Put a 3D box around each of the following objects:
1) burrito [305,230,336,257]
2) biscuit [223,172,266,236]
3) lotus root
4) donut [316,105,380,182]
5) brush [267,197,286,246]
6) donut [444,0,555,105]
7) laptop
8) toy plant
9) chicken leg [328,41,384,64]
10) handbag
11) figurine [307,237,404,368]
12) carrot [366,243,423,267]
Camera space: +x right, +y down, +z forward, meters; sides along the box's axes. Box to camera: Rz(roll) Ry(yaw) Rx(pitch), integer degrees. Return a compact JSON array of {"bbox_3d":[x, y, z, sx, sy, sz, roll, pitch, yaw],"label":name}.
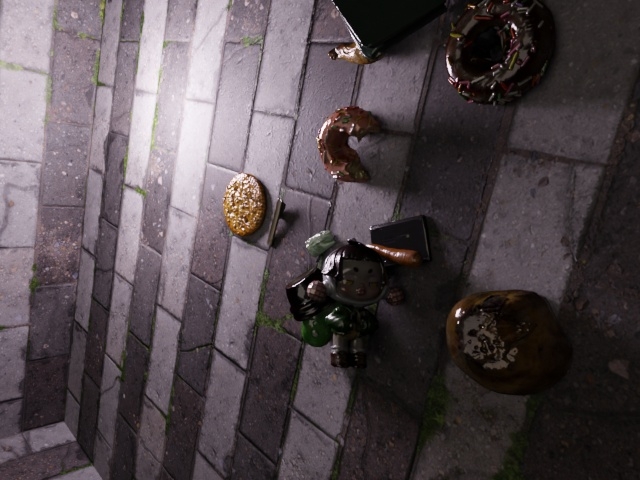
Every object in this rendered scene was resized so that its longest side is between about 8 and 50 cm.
[{"bbox_3d":[0.001,0.003,1.547,0.118,0.044,0.074,-37,63,41],"label":"burrito"},{"bbox_3d":[-0.300,-0.139,1.828,0.254,0.035,0.254,2,92,42],"label":"biscuit"},{"bbox_3d":[0.415,0.234,1.084,0.272,0.192,0.272,-7,79,41],"label":"lotus root"},{"bbox_3d":[0.070,-0.290,1.417,0.199,0.085,0.233,30,126,35],"label":"donut"},{"bbox_3d":[-0.158,-0.066,1.707,0.034,0.027,0.190,41,125,39],"label":"brush"},{"bbox_3d":[0.412,-0.453,1.116,0.269,0.103,0.270,1,92,41],"label":"donut"},{"bbox_3d":[0.224,0.007,1.357,0.197,0.016,0.135,-13,81,42],"label":"laptop"},{"bbox_3d":[-0.003,0.214,1.481,0.218,0.175,0.235,-29,97,33],"label":"toy plant"},{"bbox_3d":[0.104,-0.579,1.411,0.207,0.085,0.101,17,127,45],"label":"chicken leg"},{"bbox_3d":[0.183,-0.657,1.287,0.260,0.079,0.247,-31,71,12],"label":"handbag"},{"bbox_3d":[0.094,0.172,1.341,0.167,0.281,0.370,163,111,-76],"label":"figurine"},{"bbox_3d":[0.204,0.037,1.342,0.216,0.048,0.048,16,102,49],"label":"carrot"}]
